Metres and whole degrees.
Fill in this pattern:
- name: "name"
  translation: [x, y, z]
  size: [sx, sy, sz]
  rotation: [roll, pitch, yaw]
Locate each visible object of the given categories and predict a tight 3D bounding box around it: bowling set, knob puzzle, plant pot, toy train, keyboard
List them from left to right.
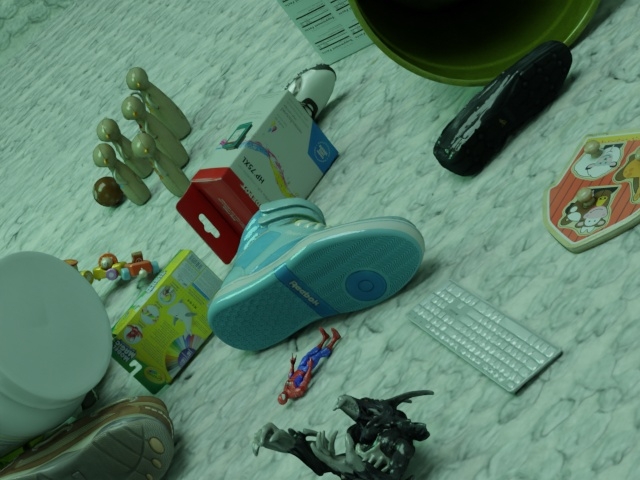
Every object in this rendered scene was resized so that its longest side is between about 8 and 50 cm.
- name: "toy train"
  translation: [-0.338, 0.044, 2.279]
  size: [0.166, 0.046, 0.125]
  rotation: [-13, 5, -16]
- name: "bowling set"
  translation: [-0.335, -0.148, 2.514]
  size: [0.200, 0.154, 0.287]
  rotation: [-34, 27, 11]
- name: "plant pot"
  translation: [0.185, -0.427, 2.111]
  size: [0.366, 0.366, 0.353]
  rotation: [-38, 16, 4]
- name: "keyboard"
  translation: [0.175, 0.102, 1.644]
  size: [0.072, 0.014, 0.256]
  rotation: [-43, 27, -6]
- name: "knob puzzle"
  translation: [0.325, -0.066, 1.689]
  size: [0.213, 0.030, 0.213]
  rotation: [-30, 29, 19]

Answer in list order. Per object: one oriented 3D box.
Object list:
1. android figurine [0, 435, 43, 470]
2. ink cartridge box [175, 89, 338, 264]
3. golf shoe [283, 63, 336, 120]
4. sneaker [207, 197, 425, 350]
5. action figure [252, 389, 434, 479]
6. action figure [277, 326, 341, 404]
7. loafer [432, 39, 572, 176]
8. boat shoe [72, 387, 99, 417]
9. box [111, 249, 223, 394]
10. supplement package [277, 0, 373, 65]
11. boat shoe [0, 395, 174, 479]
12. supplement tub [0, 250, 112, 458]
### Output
- name: "android figurine"
  translation: [-0.497, 0.299, 2.152]
  size: [0.248, 0.056, 0.273]
  rotation: [-18, 35, 37]
- name: "ink cartridge box"
  translation: [-0.091, -0.089, 2.138]
  size: [0.078, 0.134, 0.231]
  rotation: [-2, 46, 50]
- name: "golf shoe"
  translation: [-0.034, -0.185, 2.292]
  size: [0.198, 0.077, 0.094]
  rotation: [-49, 38, -3]
- name: "sneaker"
  translation: [0.000, 0.000, 1.900]
  size: [0.319, 0.127, 0.208]
  rotation: [-23, 33, 29]
- name: "action figure"
  translation: [0.011, 0.240, 1.511]
  size: [0.164, 0.141, 0.275]
  rotation: [-21, 32, 55]
- name: "action figure"
  translation: [-0.019, 0.153, 1.799]
  size: [0.038, 0.030, 0.115]
  rotation: [2, 50, 46]
- name: "loafer"
  translation: [0.233, -0.179, 1.925]
  size: [0.223, 0.076, 0.078]
  rotation: [-45, 35, -2]
- name: "boat shoe"
  translation: [-0.363, 0.158, 2.141]
  size: [0.091, 0.109, 0.305]
  rotation: [-19, 25, -16]
- name: "box"
  translation: [-0.205, 0.111, 2.011]
  size: [0.179, 0.105, 0.043]
  rotation: [-50, 21, -19]
- name: "supplement package"
  translation: [0.029, -0.441, 2.441]
  size: [0.149, 0.203, 0.194]
  rotation: [-22, 32, 30]
- name: "boat shoe"
  translation: [-0.319, 0.297, 1.880]
  size: [0.324, 0.123, 0.116]
  rotation: [-25, 23, 14]
- name: "supplement tub"
  translation: [-0.444, 0.166, 1.928]
  size: [0.325, 0.235, 0.235]
  rotation: [-31, 27, 39]
